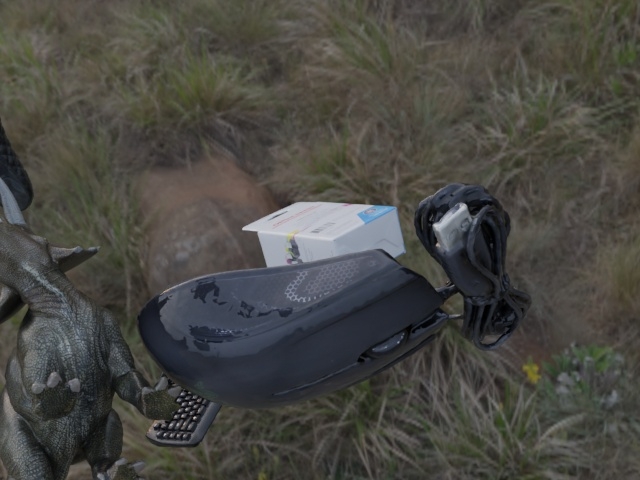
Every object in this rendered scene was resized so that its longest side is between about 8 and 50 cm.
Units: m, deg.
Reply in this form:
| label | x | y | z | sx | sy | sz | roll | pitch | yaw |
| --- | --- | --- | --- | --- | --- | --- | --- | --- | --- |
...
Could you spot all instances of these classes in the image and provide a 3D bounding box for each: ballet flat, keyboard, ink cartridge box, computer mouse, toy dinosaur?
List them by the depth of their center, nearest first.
| label | x | y | z | sx | sy | sz | roll | pitch | yaw |
| --- | --- | --- | --- | --- | --- | --- | --- | --- | --- |
| computer mouse | 0.003 | 0.061 | 0.562 | 0.272 | 0.188 | 0.072 | -13 | 57 | 14 |
| toy dinosaur | -0.188 | 0.119 | 0.607 | 0.121 | 0.313 | 0.160 | -7 | 27 | -30 |
| keyboard | -0.123 | 0.123 | 0.850 | 0.100 | 0.038 | 0.192 | -10 | 34 | 33 |
| ballet flat | -0.388 | -0.110 | 0.973 | 0.057 | 0.173 | 0.049 | -25 | 23 | -15 |
| ink cartridge box | 0.000 | 0.000 | 1.017 | 0.104 | 0.062 | 0.181 | -27 | 21 | -35 |
